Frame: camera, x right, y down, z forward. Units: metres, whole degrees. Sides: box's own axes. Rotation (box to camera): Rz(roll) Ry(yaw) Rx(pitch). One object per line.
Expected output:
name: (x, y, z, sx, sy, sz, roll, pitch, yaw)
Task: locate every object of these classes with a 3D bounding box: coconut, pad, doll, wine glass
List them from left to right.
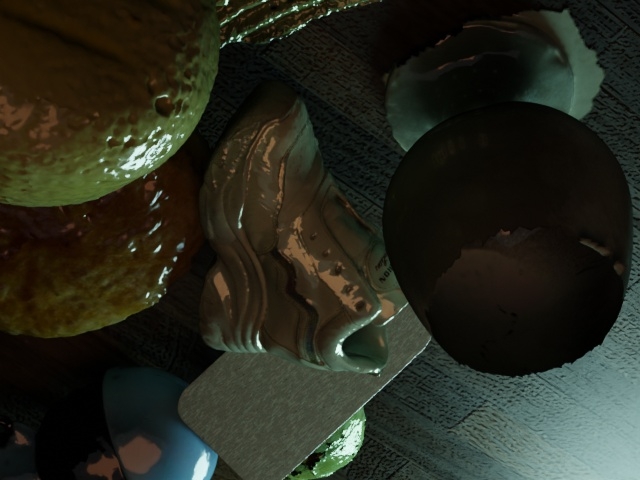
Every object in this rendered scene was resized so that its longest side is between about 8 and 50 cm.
doll: (-0.238, 0.225, 1.997, 0.314, 0.141, 0.177, -14, 121, 10)
pad: (-0.013, 0.134, 1.958, 0.266, 0.002, 0.176, -42, 124, -2)
coconut: (-0.010, 0.216, 2.063, 0.133, 0.055, 0.158, -19, 130, 13)
wine glass: (0.169, -0.043, 1.691, 0.238, 0.323, 0.238, -3, 132, -3)

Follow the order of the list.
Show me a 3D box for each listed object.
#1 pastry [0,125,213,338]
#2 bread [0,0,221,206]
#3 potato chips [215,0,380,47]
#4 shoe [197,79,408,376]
pastry: (-0.247, -0.039, 1.779, 0.329, 0.136, 0.330, -4, 130, -4)
bread: (-0.239, -0.180, 1.545, 0.320, 0.320, 0.237, 25, 161, -23)
potato chips: (-0.027, -0.228, 1.709, 0.207, 0.028, 0.092, -15, 131, 10)
shoe: (0.000, 0.000, 1.760, 0.210, 0.132, 0.342, 18, 137, 13)
